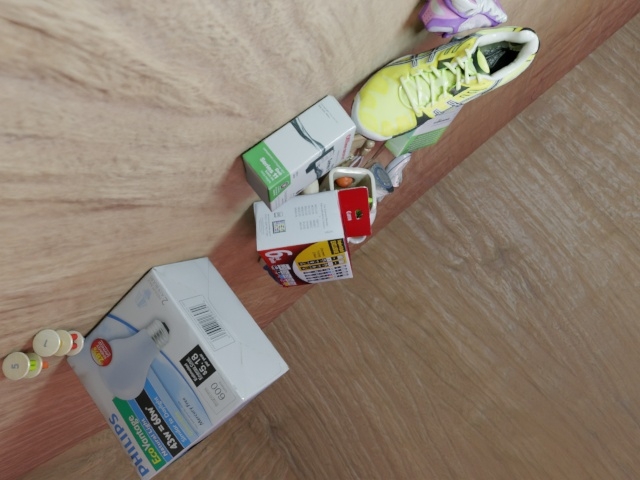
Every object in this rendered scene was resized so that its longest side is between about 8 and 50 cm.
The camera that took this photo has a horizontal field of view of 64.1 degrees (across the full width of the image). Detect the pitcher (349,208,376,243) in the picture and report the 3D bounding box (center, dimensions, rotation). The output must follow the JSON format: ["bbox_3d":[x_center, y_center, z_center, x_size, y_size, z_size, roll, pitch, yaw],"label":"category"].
[{"bbox_3d":[0.133,-0.064,1.915,0.177,0.126,0.207,10,137,-35],"label":"pitcher"}]

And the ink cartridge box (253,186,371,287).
[{"bbox_3d":[0.001,0.001,1.296,0.271,0.130,0.309,-9,158,5],"label":"ink cartridge box"}]

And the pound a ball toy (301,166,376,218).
[{"bbox_3d":[0.012,-0.114,1.389,0.208,0.136,0.319,2,161,-16],"label":"pound a ball toy"}]

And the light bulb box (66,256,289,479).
[{"bbox_3d":[-0.340,0.294,1.215,0.361,0.358,0.225,-43,168,19],"label":"light bulb box"}]

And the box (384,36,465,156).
[{"bbox_3d":[0.318,-0.371,1.323,0.232,0.058,0.322,-26,154,-48],"label":"box"}]

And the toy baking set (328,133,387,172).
[{"bbox_3d":[0.111,-0.245,1.367,0.196,0.030,0.256,-35,166,28],"label":"toy baking set"}]

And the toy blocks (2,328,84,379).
[{"bbox_3d":[-0.554,0.232,1.045,0.123,0.054,0.148,-38,171,-7],"label":"toy blocks"}]

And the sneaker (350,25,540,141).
[{"bbox_3d":[0.231,-0.316,0.974,0.384,0.145,0.147,-29,-174,-5],"label":"sneaker"}]

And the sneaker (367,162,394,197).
[{"bbox_3d":[0.134,-0.171,1.659,0.129,0.111,0.297,-27,176,39],"label":"sneaker"}]

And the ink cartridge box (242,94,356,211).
[{"bbox_3d":[-0.040,-0.165,0.994,0.208,0.087,0.153,-38,171,-10],"label":"ink cartridge box"}]

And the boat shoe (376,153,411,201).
[{"bbox_3d":[0.265,-0.230,1.865,0.083,0.076,0.226,-29,166,-47],"label":"boat shoe"}]

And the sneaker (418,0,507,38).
[{"bbox_3d":[0.257,-0.419,0.934,0.236,0.095,0.104,-20,167,-48],"label":"sneaker"}]

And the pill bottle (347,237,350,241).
[{"bbox_3d":[0.000,0.000,1.686,0.162,0.162,0.278,-36,175,-12],"label":"pill bottle"}]

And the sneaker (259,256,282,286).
[{"bbox_3d":[-0.106,0.059,1.625,0.129,0.147,0.330,-36,168,-17],"label":"sneaker"}]
